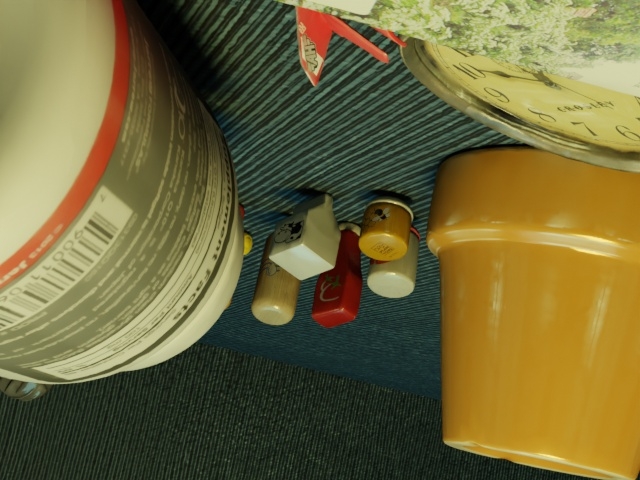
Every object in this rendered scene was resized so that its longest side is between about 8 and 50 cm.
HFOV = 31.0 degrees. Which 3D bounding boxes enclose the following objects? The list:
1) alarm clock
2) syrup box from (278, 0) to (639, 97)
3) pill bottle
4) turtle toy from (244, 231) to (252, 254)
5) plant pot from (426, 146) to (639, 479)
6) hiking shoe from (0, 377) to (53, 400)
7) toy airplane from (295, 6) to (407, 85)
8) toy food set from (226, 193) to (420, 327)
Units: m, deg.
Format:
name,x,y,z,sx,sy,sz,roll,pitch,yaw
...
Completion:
name,x,y,z,sx,sy,sz,roll,pitch,yaw
alarm clock,0.084,-0.087,0.458,0.192,0.064,0.129,23,174,-23
syrup box,0.060,-0.107,0.310,0.236,0.096,0.093,13,171,-6
pill bottle,-0.160,-0.035,0.609,0.210,0.210,0.363,10,169,10
turtle toy,-0.137,0.009,1.170,0.095,0.066,0.130,4,167,33
plant pot,0.163,0.058,0.782,0.205,0.188,0.205,11,169,2
hiking shoe,-0.196,0.010,0.867,0.086,0.227,0.114,-20,155,38
toy airplane,-0.012,-0.108,0.468,0.151,0.028,0.151,39,172,6
toy food set,0.000,0.000,0.994,0.232,0.105,0.111,-22,134,40
